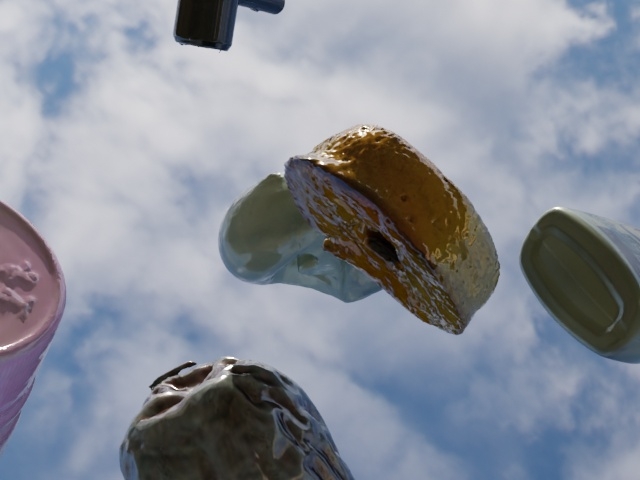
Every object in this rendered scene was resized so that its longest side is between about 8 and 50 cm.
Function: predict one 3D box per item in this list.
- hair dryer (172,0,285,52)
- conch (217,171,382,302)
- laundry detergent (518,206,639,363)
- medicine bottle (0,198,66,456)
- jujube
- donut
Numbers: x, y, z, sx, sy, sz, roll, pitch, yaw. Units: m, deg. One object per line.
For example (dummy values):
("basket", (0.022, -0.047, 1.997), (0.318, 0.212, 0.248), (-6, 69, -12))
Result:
("hair dryer", (-0.098, -0.289, 1.486), (0.071, 0.219, 0.124), (14, -80, 24))
("conch", (-0.001, -0.006, 1.302), (0.185, 0.221, 0.121), (-5, -105, 49))
("laundry detergent", (0.363, 0.066, 1.309), (0.105, 0.280, 0.215), (-58, -141, 20))
("medicine bottle", (-0.335, 0.122, 0.932), (0.316, 0.202, 0.202), (-57, -131, 34))
("jujube", (-0.064, 0.268, 1.225), (0.226, 0.226, 0.317), (-28, -85, 6))
("donut", (0.062, -0.015, 0.954), (0.190, 0.174, 0.074), (38, -108, 27))
